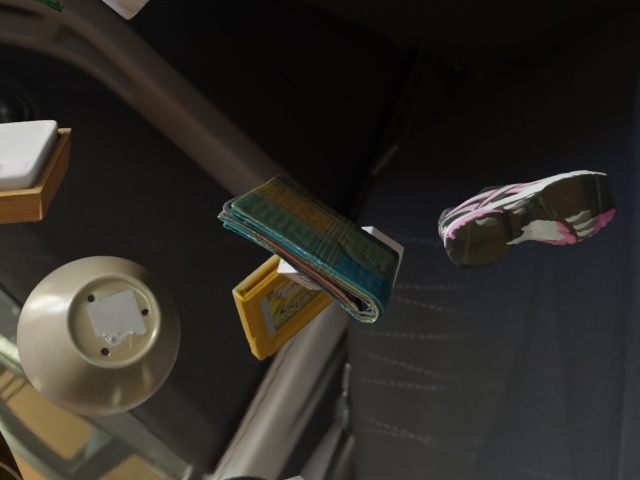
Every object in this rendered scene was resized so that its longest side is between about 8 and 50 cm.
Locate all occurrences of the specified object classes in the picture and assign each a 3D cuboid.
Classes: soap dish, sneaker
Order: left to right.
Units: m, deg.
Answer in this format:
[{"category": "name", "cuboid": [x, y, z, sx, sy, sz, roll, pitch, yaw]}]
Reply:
[{"category": "soap dish", "cuboid": [-0.638, -0.124, 1.691, 0.290, 0.229, 0.118, -4, 127, 5]}, {"category": "sneaker", "cuboid": [0.195, -0.034, 0.855, 0.077, 0.178, 0.072, -119, 18, -63]}]

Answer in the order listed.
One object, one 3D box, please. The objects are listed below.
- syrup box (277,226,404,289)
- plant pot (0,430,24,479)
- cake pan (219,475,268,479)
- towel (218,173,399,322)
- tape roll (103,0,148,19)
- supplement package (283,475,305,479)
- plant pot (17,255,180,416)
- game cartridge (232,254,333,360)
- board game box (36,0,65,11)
[{"category": "syrup box", "cuboid": [0.035, 0.037, 1.665, 0.093, 0.096, 0.236, 31, 158, -36]}, {"category": "plant pot", "cuboid": [-0.525, 0.284, 1.169, 0.237, 0.237, 0.254, 53, 179, -40]}, {"category": "cake pan", "cuboid": [-0.168, 0.560, 1.568, 0.054, 0.293, 0.293, 34, 165, 50]}, {"category": "towel", "cuboid": [0.000, 0.000, 1.376, 0.271, 0.040, 0.370, 35, -166, 1]}, {"category": "tape roll", "cuboid": [-0.225, -0.413, 1.056, 0.169, 0.246, 0.246, 37, 161, -21]}, {"category": "supplement package", "cuboid": [-0.057, 0.493, 1.271, 0.139, 0.133, 0.244, 28, 119, 51]}, {"category": "plant pot", "cuboid": [-0.314, 0.128, 1.291, 0.256, 0.256, 0.274, 39, 161, -7]}, {"category": "game cartridge", "cuboid": [-0.062, 0.119, 2.039, 0.052, 0.285, 0.324, 40, 159, 27]}, {"category": "board game box", "cuboid": [-0.390, -0.512, 1.292, 0.046, 0.317, 0.213, 25, -173, 9]}]
